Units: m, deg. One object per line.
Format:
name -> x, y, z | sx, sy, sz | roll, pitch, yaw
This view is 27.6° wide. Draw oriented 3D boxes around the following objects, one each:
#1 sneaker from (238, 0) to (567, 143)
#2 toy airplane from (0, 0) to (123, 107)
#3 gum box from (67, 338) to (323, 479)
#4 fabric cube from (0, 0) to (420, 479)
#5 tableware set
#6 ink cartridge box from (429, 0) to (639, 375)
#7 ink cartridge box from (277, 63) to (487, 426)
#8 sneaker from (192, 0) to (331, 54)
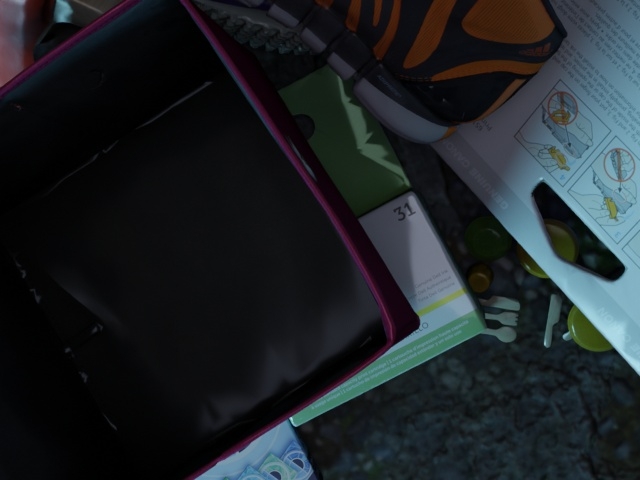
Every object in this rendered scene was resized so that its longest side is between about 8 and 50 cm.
sneaker -> 0.031, -0.211, 0.822 | 0.321, 0.124, 0.180 | 36, 133, -23
toy airplane -> -0.260, -0.286, 0.840 | 0.272, 0.386, 0.384 | 10, 94, 14
gum box -> -0.109, 0.146, 1.021 | 0.157, 0.041, 0.184 | -28, 93, 0
fabric cube -> -0.105, 0.022, 0.859 | 0.259, 0.258, 0.254 | -33, 84, 6
tableware set -> 0.186, 0.033, 1.021 | 0.154, 0.024, 0.104 | 7, 107, 8
ink cartridge box -> 0.235, -0.070, 0.868 | 0.296, 0.066, 0.261 | 50, 132, 17
ink cartridge box -> 0.000, 0.000, 1.003 | 0.171, 0.056, 0.235 | -28, 94, 8
sneaker -> 0.038, -0.216, 0.983 | 0.293, 0.102, 0.146 | 1, 92, -11
